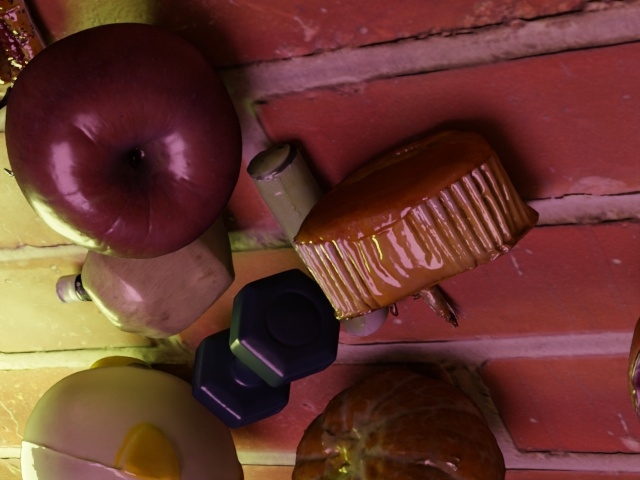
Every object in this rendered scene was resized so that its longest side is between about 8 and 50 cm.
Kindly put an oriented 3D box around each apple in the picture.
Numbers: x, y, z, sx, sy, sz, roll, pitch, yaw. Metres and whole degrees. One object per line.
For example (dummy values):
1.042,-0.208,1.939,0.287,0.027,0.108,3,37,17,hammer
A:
-0.239,-0.127,1.650,0.306,0.305,0.235,60,171,-33,apple

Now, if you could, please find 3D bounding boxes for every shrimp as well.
0.136,0.089,1.858,0.114,0.023,0.083,43,123,-14,shrimp

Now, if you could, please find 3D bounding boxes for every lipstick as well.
0.000,0.000,1.807,0.076,0.076,0.304,-7,131,33,lipstick

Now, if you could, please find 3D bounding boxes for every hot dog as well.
-0.413,-0.279,1.739,0.108,0.059,0.191,0,131,21,hot dog

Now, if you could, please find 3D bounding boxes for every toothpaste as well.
-0.314,0.063,2.062,0.193,0.045,0.071,-6,131,24,toothpaste

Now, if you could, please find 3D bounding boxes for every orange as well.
0.109,0.347,1.926,0.329,0.329,0.249,-17,134,39,orange

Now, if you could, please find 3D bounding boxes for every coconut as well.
-0.219,0.024,1.862,0.224,0.224,0.224,14,138,13,coconut

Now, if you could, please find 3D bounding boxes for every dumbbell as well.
-0.082,0.158,1.910,0.160,0.144,0.325,38,154,0,dumbbell

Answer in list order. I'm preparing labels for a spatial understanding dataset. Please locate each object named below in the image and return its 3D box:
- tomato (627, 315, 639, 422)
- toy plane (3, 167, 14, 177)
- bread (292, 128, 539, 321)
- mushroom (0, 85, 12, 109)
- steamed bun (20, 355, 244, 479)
0.533,0.139,1.611,0.335,0.176,0.289,35,118,-10,tomato
-0.325,-0.079,1.902,0.226,0.058,0.226,-2,134,7,toy plane
0.109,-0.029,1.645,0.288,0.204,0.156,-21,104,37,bread
-0.543,-0.192,1.694,0.294,0.362,0.362,-9,133,3,mushroom
-0.296,0.352,2.134,0.334,0.334,0.374,-1,162,28,steamed bun
